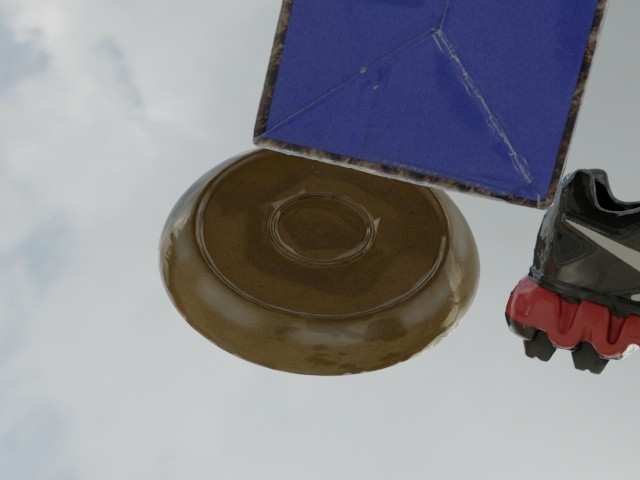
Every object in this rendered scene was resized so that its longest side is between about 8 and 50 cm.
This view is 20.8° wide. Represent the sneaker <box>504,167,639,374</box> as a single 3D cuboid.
[{"bbox_3d":[0.245,0.021,0.996,0.276,0.097,0.135,11,-80,20],"label":"sneaker"}]

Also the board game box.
[{"bbox_3d":[0.073,-0.171,0.884,0.141,0.291,0.232,14,-73,2],"label":"board game box"}]

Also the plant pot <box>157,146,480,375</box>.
[{"bbox_3d":[0.000,0.000,1.267,0.236,0.236,0.032,18,-45,15],"label":"plant pot"}]
